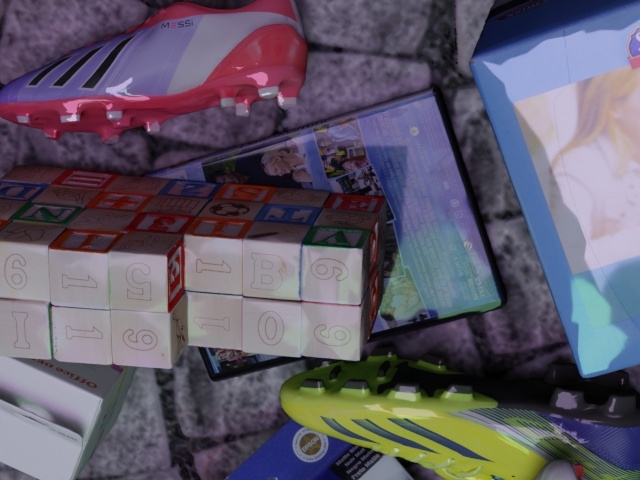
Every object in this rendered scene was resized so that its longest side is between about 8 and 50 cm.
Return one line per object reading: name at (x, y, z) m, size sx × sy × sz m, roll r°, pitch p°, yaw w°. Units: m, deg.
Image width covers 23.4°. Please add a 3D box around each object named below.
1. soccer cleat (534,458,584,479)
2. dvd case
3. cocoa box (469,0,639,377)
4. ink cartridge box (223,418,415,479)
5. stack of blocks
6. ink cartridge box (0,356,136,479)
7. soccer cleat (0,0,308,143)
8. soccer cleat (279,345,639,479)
soccer cleat at (0.161, 0.227, 1.162) m, size 0.076 × 0.068 × 0.196 m, roll -8°, pitch 146°, yaw -6°
dvd case at (0.000, 0.000, 1.205) m, size 0.253 × 0.022 × 0.180 m, roll -16°, pitch 106°, yaw 15°
cocoa box at (0.299, -0.092, 1.006) m, size 0.347 × 0.228 × 0.231 m, roll -18°, pitch 104°, yaw 16°
ink cartridge box at (0.000, 0.273, 1.230) m, size 0.223 × 0.045 × 0.224 m, roll -42°, pitch 98°, yaw -11°
stack of blocks at (-0.109, 0.021, 1.129) m, size 0.297 × 0.171 × 0.087 m, roll 5°, pitch 110°, yaw 9°
ink cartridge box at (-0.210, 0.122, 1.221) m, size 0.092 × 0.143 × 0.090 m, roll 23°, pitch 111°, yaw 3°
soccer cleat at (-0.128, -0.133, 1.164) m, size 0.248 × 0.083 × 0.095 m, roll -6°, pitch 78°, yaw 18°
soccer cleat at (0.110, 0.153, 1.192) m, size 0.289 × 0.093 × 0.121 m, roll 4°, pitch 109°, yaw 5°
